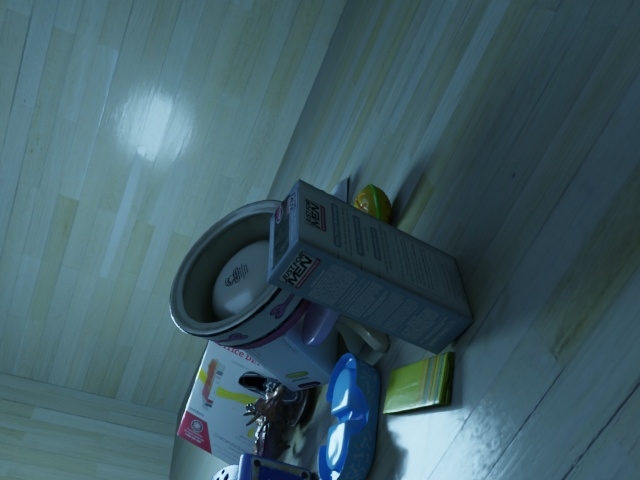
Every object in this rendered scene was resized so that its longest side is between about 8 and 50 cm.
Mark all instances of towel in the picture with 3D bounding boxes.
[{"bbox_3d":[0.192,0.289,1.209,0.237,0.021,0.102,-44,26,61],"label":"towel"}]

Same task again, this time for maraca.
[{"bbox_3d":[0.142,-0.059,1.635,0.127,0.099,0.186,-122,26,-77],"label":"maraca"}]

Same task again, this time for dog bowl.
[{"bbox_3d":[0.069,0.409,1.387,0.166,0.074,0.297,132,152,-55],"label":"dog bowl"},{"bbox_3d":[-0.180,0.098,1.554,0.408,0.150,0.408,-22,43,22],"label":"dog bowl"}]

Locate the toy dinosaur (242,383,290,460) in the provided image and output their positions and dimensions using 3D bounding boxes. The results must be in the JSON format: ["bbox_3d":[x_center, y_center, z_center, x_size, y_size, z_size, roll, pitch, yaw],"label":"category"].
[{"bbox_3d":[-0.149,0.556,1.716,0.200,0.127,0.296,108,158,-78],"label":"toy dinosaur"}]

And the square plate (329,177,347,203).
[{"bbox_3d":[0.000,0.000,2.128,0.344,0.049,0.347,124,158,-46],"label":"square plate"}]

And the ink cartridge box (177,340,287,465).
[{"bbox_3d":[-0.257,0.495,1.962,0.160,0.279,0.385,4,-73,-69],"label":"ink cartridge box"}]

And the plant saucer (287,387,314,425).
[{"bbox_3d":[-0.057,0.473,1.826,0.168,0.029,0.168,-162,90,-73],"label":"plant saucer"}]

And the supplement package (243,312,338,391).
[{"bbox_3d":[-0.075,0.253,1.652,0.145,0.262,0.204,-19,44,25],"label":"supplement package"}]

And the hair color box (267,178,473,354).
[{"bbox_3d":[0.091,0.052,1.135,0.113,0.374,0.185,-52,24,31],"label":"hair color box"}]

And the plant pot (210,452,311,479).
[{"bbox_3d":[-0.149,0.687,1.541,0.212,0.236,0.236,-52,23,35],"label":"plant pot"}]

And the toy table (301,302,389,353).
[{"bbox_3d":[0.075,0.160,1.485,0.252,0.161,0.274,-90,23,-47],"label":"toy table"}]

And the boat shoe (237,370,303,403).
[{"bbox_3d":[-0.152,0.438,1.796,0.065,0.206,0.075,10,-88,-65],"label":"boat shoe"}]

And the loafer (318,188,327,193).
[{"bbox_3d":[-0.040,-0.053,2.056,0.087,0.094,0.251,-135,65,-77],"label":"loafer"}]
